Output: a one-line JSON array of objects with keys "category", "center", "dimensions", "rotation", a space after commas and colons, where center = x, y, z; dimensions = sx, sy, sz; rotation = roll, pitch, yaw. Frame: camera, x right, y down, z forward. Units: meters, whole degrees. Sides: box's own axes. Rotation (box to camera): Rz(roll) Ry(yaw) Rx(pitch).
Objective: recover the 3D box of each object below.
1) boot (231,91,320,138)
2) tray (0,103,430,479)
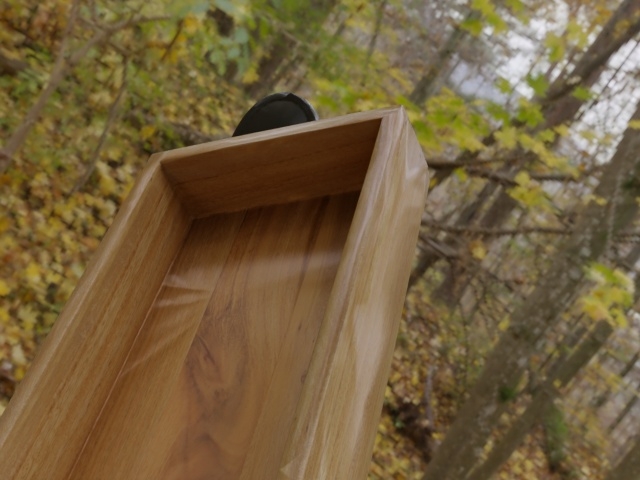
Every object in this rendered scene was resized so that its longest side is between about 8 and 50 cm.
[{"category": "boot", "center": [0.000, 0.000, 0.835], "dimensions": [0.091, 0.262, 0.229], "rotation": [3, 8, 22]}, {"category": "tray", "center": [-0.068, 0.086, 0.517], "dimensions": [0.410, 0.203, 0.076], "rotation": [-71, 144, -45]}]
